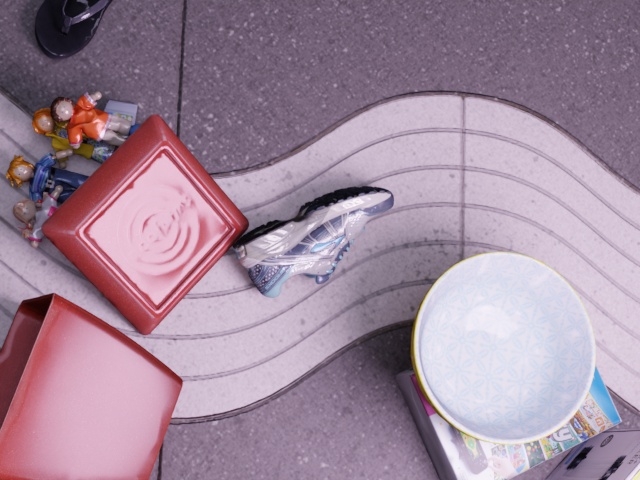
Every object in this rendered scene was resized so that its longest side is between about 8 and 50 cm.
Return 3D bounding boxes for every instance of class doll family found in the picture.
[{"bbox_3d":[-0.405,-0.117,1.842,0.163,0.118,0.263,20,94,-15],"label":"doll family"}]

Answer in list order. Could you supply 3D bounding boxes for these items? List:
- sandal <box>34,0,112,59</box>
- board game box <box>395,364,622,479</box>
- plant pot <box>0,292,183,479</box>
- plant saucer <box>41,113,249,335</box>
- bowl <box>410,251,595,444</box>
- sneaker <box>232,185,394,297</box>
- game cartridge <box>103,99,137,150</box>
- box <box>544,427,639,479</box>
[{"bbox_3d":[-0.381,-0.409,1.913,0.097,0.054,0.254,36,75,-4],"label":"sandal"},{"bbox_3d":[0.311,0.262,1.925,0.303,0.097,0.224,-23,86,-16],"label":"board game box"},{"bbox_3d":[-0.359,0.250,1.710,0.235,0.267,0.267,25,75,-20],"label":"plant pot"},{"bbox_3d":[-0.258,-0.019,1.817,0.258,0.047,0.259,-48,119,-16],"label":"plant saucer"},{"bbox_3d":[0.264,0.173,1.802,0.289,0.156,0.290,2,78,-10],"label":"bowl"},{"bbox_3d":[0.000,0.000,1.915,0.283,0.110,0.122,-25,104,-13],"label":"sneaker"},{"bbox_3d":[-0.333,-0.188,1.905,0.056,0.017,0.083,7,79,-7],"label":"game cartridge"},{"bbox_3d":[0.466,0.383,1.836,0.169,0.290,0.087,-44,91,-15],"label":"box"}]
